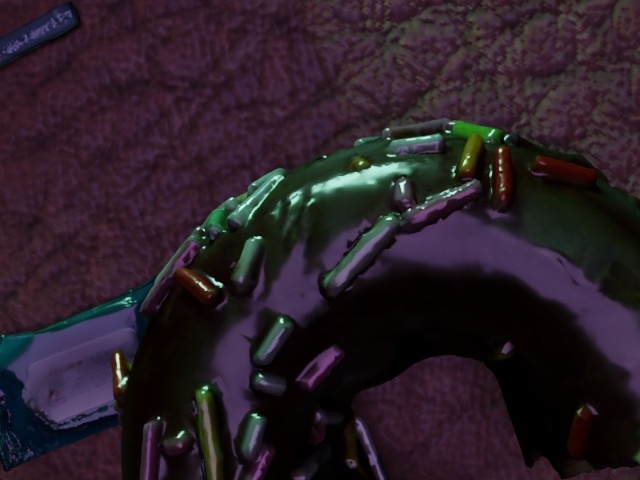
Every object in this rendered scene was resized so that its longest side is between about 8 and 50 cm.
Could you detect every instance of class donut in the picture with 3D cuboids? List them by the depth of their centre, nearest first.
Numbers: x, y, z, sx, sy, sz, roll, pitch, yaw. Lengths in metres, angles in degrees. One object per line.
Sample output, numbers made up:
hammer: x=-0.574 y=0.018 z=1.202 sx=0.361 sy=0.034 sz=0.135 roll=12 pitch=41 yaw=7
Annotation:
donut: x=0.039 y=0.072 z=0.527 sx=0.345 sy=0.136 sz=0.259 roll=-33 pitch=87 yaw=3

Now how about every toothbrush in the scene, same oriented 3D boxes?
toothbrush: x=-0.247 y=-0.091 z=0.622 sx=0.219 sy=0.019 sz=0.016 roll=-26 pitch=76 yaw=3

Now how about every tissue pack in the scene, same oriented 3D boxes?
tissue pack: x=-0.141 y=0.079 z=0.622 sx=0.138 sy=0.028 sz=0.085 roll=-19 pitch=95 yaw=-1
